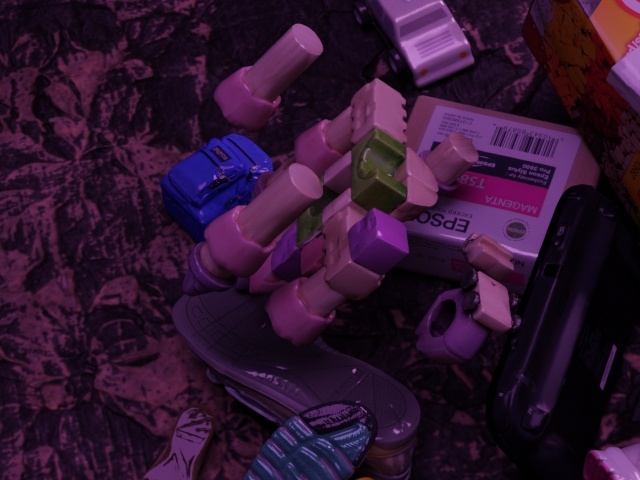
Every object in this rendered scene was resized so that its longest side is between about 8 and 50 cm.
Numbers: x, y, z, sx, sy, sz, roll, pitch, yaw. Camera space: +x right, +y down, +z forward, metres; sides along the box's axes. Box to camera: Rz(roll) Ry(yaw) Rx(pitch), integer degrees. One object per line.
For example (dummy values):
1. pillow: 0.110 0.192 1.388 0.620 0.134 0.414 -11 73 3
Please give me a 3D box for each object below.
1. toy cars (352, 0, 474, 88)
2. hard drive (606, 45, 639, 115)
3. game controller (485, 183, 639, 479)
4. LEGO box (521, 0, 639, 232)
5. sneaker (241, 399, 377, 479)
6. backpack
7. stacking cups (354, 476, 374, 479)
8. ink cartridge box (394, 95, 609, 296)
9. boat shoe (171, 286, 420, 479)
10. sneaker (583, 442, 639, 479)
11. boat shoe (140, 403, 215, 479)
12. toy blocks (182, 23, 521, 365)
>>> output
1. toy cars: 0.137 -0.366 2.224 0.176 0.087 0.393 8 57 15
2. hard drive: 0.459 -0.108 1.740 0.203 0.040 0.307 -36 74 -16
3. game controller: 0.260 0.100 1.833 0.067 0.166 0.319 2 53 34
4. LEGO box: 0.528 -0.206 1.912 0.500 0.193 0.372 -23 71 -13
5. sneaker: -0.033 0.239 1.778 0.224 0.098 0.083 -40 80 5
6. backpack: -0.111 -0.065 2.044 0.120 0.101 0.098 -33 63 -20
7. stacking cups: 0.121 0.369 1.718 0.096 0.096 0.316 -38 63 -17
8. ink cartridge box: 0.191 -0.047 1.990 0.235 0.088 0.193 13 57 16
9. boat shoe: -0.031 0.151 1.881 0.320 0.103 0.118 29 48 27
10. sneaker: 0.370 0.283 1.720 0.111 0.103 0.252 -26 62 -19
11. boat shoe: -0.154 0.247 1.870 0.056 0.048 0.153 19 66 7
12. toy blocks: 0.000 0.000 1.843 0.260 0.309 0.288 -42 30 32
